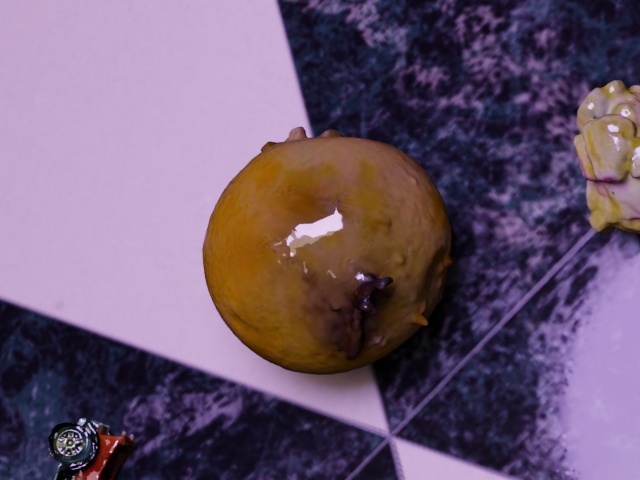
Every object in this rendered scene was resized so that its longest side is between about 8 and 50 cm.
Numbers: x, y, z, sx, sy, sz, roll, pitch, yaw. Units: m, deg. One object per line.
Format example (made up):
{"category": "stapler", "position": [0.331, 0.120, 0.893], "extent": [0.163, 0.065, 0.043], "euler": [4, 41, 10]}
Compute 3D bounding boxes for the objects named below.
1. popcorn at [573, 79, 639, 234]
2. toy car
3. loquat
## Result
{"category": "popcorn", "position": [0.218, -0.052, 1.230], "extent": [0.097, 0.089, 0.109], "euler": [-35, 68, -28]}
{"category": "toy car", "position": [-0.181, 0.199, 1.342], "extent": [0.054, 0.073, 0.143], "euler": [15, 80, 10]}
{"category": "loquat", "position": [0.000, 0.000, 1.276], "extent": [0.172, 0.149, 0.204], "euler": [-41, 48, 10]}
